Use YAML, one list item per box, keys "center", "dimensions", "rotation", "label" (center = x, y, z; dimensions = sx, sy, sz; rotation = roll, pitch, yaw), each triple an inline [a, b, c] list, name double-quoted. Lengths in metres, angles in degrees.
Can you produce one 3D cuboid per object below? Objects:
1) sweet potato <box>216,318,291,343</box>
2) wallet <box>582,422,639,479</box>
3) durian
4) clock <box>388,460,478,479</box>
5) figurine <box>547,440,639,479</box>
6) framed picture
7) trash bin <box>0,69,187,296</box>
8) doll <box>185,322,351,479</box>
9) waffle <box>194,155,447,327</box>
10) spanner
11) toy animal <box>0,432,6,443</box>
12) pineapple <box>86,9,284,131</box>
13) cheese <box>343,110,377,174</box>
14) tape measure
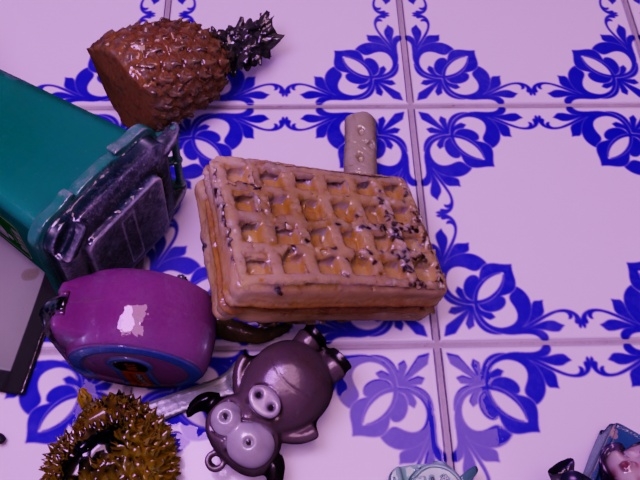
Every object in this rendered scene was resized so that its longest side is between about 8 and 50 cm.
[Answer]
- center: [-0.121, 0.148, 1.153]
  dimensions: [0.153, 0.038, 0.041]
  rotation: [2, 84, -3]
  label: "sweet potato"
- center: [0.494, 0.369, 1.038]
  dimensions: [0.202, 0.059, 0.141]
  rotation: [28, 64, 13]
  label: "wallet"
- center: [-0.303, 0.307, 0.995]
  dimensions: [0.193, 0.137, 0.237]
  rotation: [-29, 71, -14]
  label: "durian"
- center: [0.171, 0.372, 1.037]
  dimensions: [0.135, 0.041, 0.101]
  rotation: [-11, 63, -7]
  label: "clock"
- center: [0.441, 0.346, 0.954]
  dimensions: [0.222, 0.145, 0.145]
  rotation: [-17, 63, 3]
  label: "figurine"
- center: [-0.570, 0.077, 1.191]
  dimensions: [0.265, 0.016, 0.347]
  rotation: [7, 61, 2]
  label: "framed picture"
- center: [-0.437, -0.117, 1.148]
  dimensions: [0.381, 0.259, 0.295]
  rotation: [32, 62, 11]
  label: "trash bin"
- center: [-0.071, 0.246, 1.057]
  dimensions: [0.182, 0.117, 0.257]
  rotation: [44, 66, 13]
  label: "doll"
- center: [0.000, 0.000, 1.117]
  dimensions: [0.376, 0.114, 0.260]
  rotation: [3, 52, -29]
  label: "waffle"
- center: [-0.240, 0.261, 1.099]
  dimensions: [0.302, 0.017, 0.071]
  rotation: [-18, 64, -10]
  label: "spanner"
- center: [-0.590, 0.294, 1.049]
  dimensions: [0.233, 0.084, 0.148]
  rotation: [41, 88, 12]
  label: "toy animal"
- center: [-0.237, -0.345, 1.340]
  dimensions: [0.362, 0.202, 0.202]
  rotation: [-33, 67, -30]
  label: "pineapple"
- center: [0.074, -0.156, 1.319]
  dimensions: [0.065, 0.043, 0.193]
  rotation: [-2, 64, 3]
  label: "cheese"
- center: [-0.278, 0.129, 1.049]
  dimensions: [0.245, 0.231, 0.149]
  rotation: [5, 61, -1]
  label: "tape measure"
